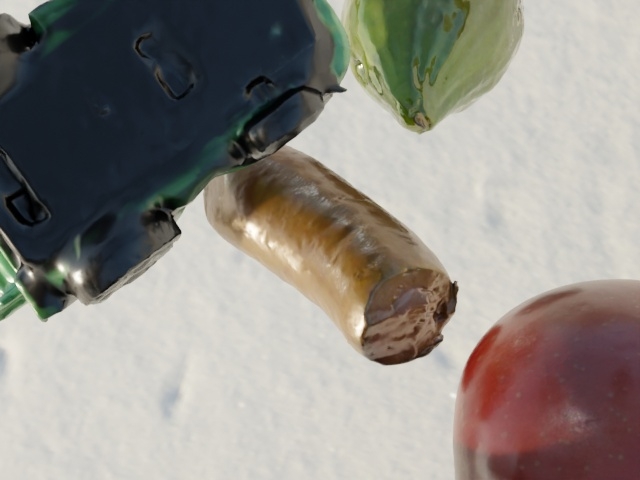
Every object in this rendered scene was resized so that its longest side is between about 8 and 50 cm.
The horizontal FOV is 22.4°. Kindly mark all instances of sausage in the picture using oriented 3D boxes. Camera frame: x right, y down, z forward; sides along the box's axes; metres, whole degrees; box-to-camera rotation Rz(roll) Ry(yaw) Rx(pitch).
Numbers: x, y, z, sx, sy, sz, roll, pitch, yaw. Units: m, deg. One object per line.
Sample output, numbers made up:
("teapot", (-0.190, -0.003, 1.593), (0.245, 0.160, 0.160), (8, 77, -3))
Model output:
("sausage", (0.001, -0.002, 1.286), (0.270, 0.109, 0.109), (37, 97, 42))

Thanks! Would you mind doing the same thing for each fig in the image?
("fig", (0.090, -0.184, 1.448), (0.167, 0.167, 0.233), (12, 60, 40))

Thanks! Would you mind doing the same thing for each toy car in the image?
("toy car", (-0.156, -0.092, 1.201), (0.358, 0.176, 0.213), (-39, 91, 3))

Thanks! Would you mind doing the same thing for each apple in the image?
("apple", (0.211, 0.154, 1.115), (0.216, 0.260, 0.260), (-13, 65, 26))
